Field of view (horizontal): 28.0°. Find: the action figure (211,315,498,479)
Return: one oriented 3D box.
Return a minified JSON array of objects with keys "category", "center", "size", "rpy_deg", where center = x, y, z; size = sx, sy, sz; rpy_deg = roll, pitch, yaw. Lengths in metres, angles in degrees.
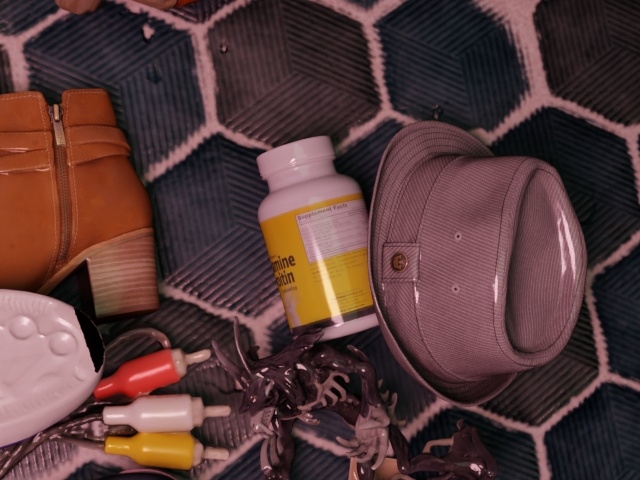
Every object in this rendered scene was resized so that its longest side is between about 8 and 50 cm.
[{"category":"action figure","center":[0.019,0.178,1.153],"size":[0.276,0.164,0.141],"rpy_deg":[29,41,-12]}]

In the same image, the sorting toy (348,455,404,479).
[{"category":"sorting toy","center":[0.040,0.237,1.236],"size":[0.083,0.012,0.062],"rpy_deg":[10,78,-12]}]

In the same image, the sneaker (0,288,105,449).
[{"category":"sneaker","center":[-0.340,0.158,1.051],"size":[0.323,0.236,0.130],"rpy_deg":[-15,67,-19]}]

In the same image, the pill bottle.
[{"category":"pill bottle","center":[0.000,0.000,1.209],"size":[0.103,0.103,0.184],"rpy_deg":[-16,86,-15]}]

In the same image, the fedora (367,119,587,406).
[{"category":"fedora","center":[0.162,0.015,1.192],"size":[0.244,0.124,0.275],"rpy_deg":[22,70,-40]}]

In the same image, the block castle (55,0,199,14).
[{"category":"block castle","center":[-0.077,-0.409,1.157],"size":[0.453,0.213,0.303],"rpy_deg":[-24,88,-24]}]

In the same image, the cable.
[{"category":"cable","center":[-0.227,0.156,1.149],"size":[0.287,0.072,0.139],"rpy_deg":[-10,86,-15]}]

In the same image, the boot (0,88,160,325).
[{"category":"boot","center":[-0.284,-0.024,1.130],"size":[0.283,0.109,0.220],"rpy_deg":[-10,81,-24]}]

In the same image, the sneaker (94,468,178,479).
[{"category":"sneaker","center":[-0.256,0.285,1.116],"size":[0.319,0.131,0.112],"rpy_deg":[-18,90,7]}]
